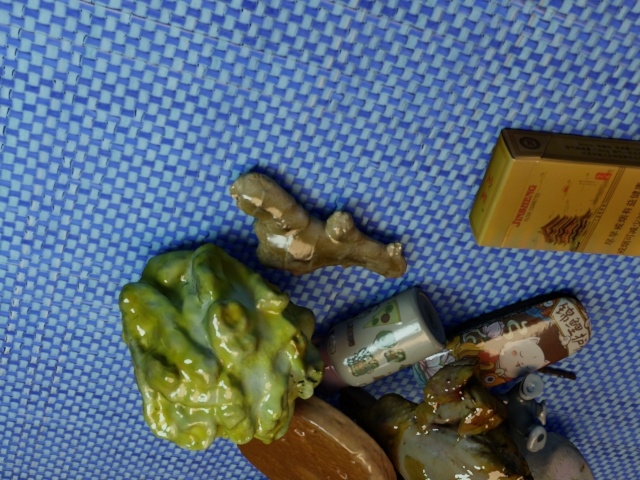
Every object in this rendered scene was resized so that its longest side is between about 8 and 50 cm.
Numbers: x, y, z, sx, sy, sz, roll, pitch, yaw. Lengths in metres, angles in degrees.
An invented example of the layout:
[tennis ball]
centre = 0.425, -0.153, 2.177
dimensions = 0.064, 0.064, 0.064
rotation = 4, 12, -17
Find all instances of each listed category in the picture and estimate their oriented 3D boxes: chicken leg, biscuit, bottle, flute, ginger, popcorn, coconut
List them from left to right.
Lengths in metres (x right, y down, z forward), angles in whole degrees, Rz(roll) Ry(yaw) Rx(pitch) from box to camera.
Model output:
[popcorn]
centre = -0.159, 0.155, 1.300
dimensions = 0.312, 0.312, 0.312
rotation = -3, 134, -3
[biscuit]
centre = -0.003, 0.405, 1.562
dimensions = 0.349, 0.078, 0.455
rotation = 31, 149, 18
[ginger]
centre = 0.000, 0.000, 1.306
dimensions = 0.333, 0.081, 0.148
rotation = 17, 113, -23
[bottle]
centre = 0.079, 0.181, 1.454
dimensions = 0.253, 0.120, 0.120
rotation = -27, 131, 19
[chicken leg]
centre = 0.192, 0.304, 1.459
dimensions = 0.182, 0.409, 0.295
rotation = -23, 128, -43
[flute]
centre = 0.372, 0.234, 1.608
dimensions = 0.269, 0.014, 0.014
rotation = 14, 130, -18
[coconut]
centre = 0.426, 0.501, 1.738
dimensions = 0.224, 0.224, 0.234
rotation = 26, 154, -27

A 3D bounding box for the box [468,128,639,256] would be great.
[box]
centre = 0.380, -0.068, 1.281
dimensions = 0.273, 0.076, 0.174
rotation = 4, 131, -10

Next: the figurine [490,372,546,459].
[figurine]
centre = 0.337, 0.345, 1.551
dimensions = 0.140, 0.193, 0.265
rotation = 6, 144, 14

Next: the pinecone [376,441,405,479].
[pinecone]
centre = 0.140, 0.477, 1.724
dimensions = 0.162, 0.163, 0.165
rotation = -22, 119, 14

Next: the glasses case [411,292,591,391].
[glasses case]
centre = 0.317, 0.187, 1.506
dimensions = 0.320, 0.082, 0.122
rotation = -23, 120, 11
